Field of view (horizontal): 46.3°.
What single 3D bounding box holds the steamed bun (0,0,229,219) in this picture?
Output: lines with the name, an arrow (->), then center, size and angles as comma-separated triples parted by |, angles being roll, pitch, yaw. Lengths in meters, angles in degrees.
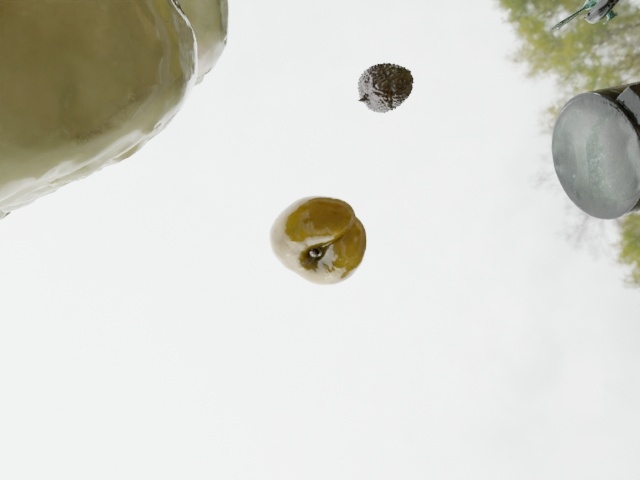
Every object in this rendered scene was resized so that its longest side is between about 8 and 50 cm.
steamed bun -> -0.237, -0.129, 0.442 | 0.247, 0.339, 0.352 | 64, -155, -16

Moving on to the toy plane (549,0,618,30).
toy plane -> 0.556, -0.481, 1.271 | 0.155, 0.382, 0.106 | -32, -92, -43

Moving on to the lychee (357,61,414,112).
lychee -> 0.085, -0.207, 1.011 | 0.083, 0.068, 0.067 | -21, -90, -11

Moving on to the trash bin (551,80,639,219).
trash bin -> 0.558, -0.166, 1.204 | 0.301, 0.252, 0.203 | -15, -124, -20

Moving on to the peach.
peach -> 0.000, 0.000, 1.338 | 0.179, 0.179, 0.103 | 37, -147, -21
